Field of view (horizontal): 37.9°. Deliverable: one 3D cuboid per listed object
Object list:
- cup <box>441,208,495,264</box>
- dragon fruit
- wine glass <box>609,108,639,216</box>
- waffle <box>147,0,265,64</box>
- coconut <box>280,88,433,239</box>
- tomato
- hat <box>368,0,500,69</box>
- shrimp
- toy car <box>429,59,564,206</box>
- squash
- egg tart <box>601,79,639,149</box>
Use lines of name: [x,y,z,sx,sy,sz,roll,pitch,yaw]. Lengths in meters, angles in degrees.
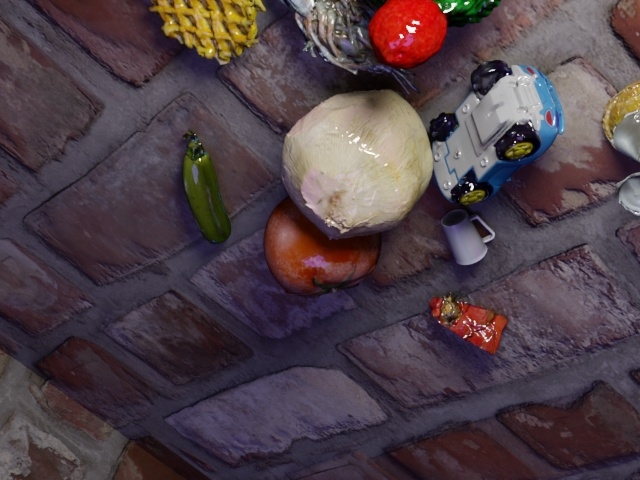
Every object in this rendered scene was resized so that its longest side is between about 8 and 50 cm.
cup: [0.330,-0.013,2.065,0.104,0.074,0.116,-23,120,10]
dragon fruit: [0.357,0.184,2.270,0.192,0.122,0.092,29,98,-3]
wine glass: [0.570,-0.133,1.641,0.122,0.183,0.122,11,135,12]
waffle: [-0.221,-0.486,1.759,0.329,0.062,0.329,22,136,23]
coconut: [0.064,-0.146,1.845,0.297,0.254,0.297,21,127,30]
tomato: [0.000,0.000,2.073,0.264,0.265,0.265,12,137,11]
hat: [0.162,-0.424,1.491,0.274,0.332,0.242,16,147,11]
shrimp: [0.032,-0.381,1.720,0.372,0.172,0.137,40,170,1]
toy car: [0.339,-0.196,1.797,0.165,0.198,0.314,3,148,-27]
squash: [-0.275,-0.115,2.191,0.087,0.087,0.332,6,135,16]
egg tart: [0.618,-0.216,1.728,0.191,0.074,0.191,11,135,12]
